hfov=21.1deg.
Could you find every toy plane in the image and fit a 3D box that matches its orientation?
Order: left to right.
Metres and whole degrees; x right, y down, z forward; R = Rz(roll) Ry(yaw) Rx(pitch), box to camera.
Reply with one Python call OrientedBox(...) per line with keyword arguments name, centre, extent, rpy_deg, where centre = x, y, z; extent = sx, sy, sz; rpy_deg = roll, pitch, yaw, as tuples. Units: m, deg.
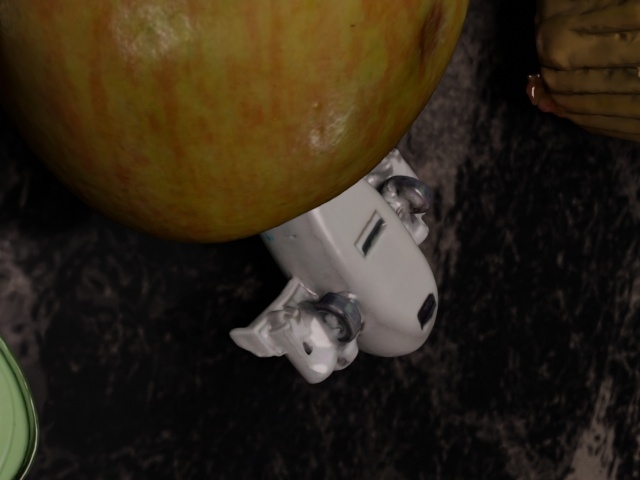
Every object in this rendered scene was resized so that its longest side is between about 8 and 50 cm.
OrientedBox(name="toy plane", centre=(0.002, 0.000, 0.980), extent=(0.174, 0.080, 0.174), rpy_deg=(14, 69, -39))

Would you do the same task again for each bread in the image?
OrientedBox(name="bread", centre=(0.225, -0.183, 1.045), extent=(0.274, 0.149, 0.274), rpy_deg=(-3, 94, -57))

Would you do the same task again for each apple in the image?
OrientedBox(name="apple", centre=(-0.053, -0.129, 0.854), extent=(0.264, 0.264, 0.264), rpy_deg=(-1, 91, -29))

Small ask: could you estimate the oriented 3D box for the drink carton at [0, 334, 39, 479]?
OrientedBox(name="drink carton", centre=(-0.216, 0.081, 0.827), extent=(0.144, 0.142, 0.146), rpy_deg=(-30, 107, -24))
